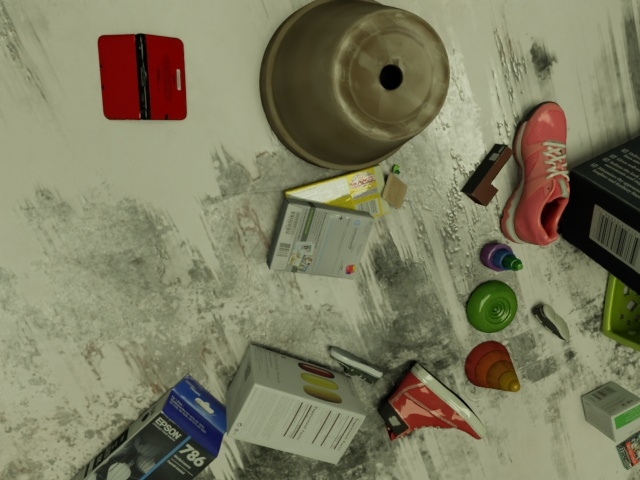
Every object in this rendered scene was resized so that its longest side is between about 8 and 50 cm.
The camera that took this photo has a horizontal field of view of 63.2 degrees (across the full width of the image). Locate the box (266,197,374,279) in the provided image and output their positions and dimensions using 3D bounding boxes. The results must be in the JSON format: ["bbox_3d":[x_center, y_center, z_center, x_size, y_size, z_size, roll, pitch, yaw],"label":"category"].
[{"bbox_3d":[0.000,0.000,1.039,0.186,0.038,0.145,8,113,-21],"label":"box"}]

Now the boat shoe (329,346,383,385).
[{"bbox_3d":[0.075,0.279,1.143,0.142,0.049,0.040,30,94,-21],"label":"boat shoe"}]

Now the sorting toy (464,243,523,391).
[{"bbox_3d":[0.414,0.192,1.171,0.127,0.126,0.365,-5,104,-13],"label":"sorting toy"}]

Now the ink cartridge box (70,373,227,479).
[{"bbox_3d":[-0.339,0.446,1.067,0.333,0.065,0.165,-44,109,-3],"label":"ink cartridge box"}]

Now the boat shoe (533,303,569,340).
[{"bbox_3d":[0.559,0.201,1.256,0.125,0.038,0.046,41,48,-25],"label":"boat shoe"}]

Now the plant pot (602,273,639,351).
[{"bbox_3d":[0.845,0.149,1.226,0.207,0.228,0.227,-2,103,-20],"label":"plant pot"}]

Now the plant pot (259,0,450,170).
[{"bbox_3d":[0.073,-0.268,0.895,0.323,0.280,0.323,-4,105,-14],"label":"plant pot"}]

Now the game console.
[{"bbox_3d":[-0.314,-0.288,0.928,0.124,0.085,0.144,-13,109,-44],"label":"game console"}]

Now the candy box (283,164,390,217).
[{"bbox_3d":[0.036,-0.079,1.060,0.206,0.027,0.105,-17,106,-10],"label":"candy box"}]

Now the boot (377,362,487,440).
[{"bbox_3d":[0.254,0.421,1.205,0.244,0.088,0.176,40,91,-11],"label":"boot"}]

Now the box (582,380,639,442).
[{"bbox_3d":[0.747,0.435,1.325,0.101,0.102,0.087,-23,109,-10],"label":"box"}]

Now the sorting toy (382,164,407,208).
[{"bbox_3d":[0.157,-0.114,1.082,0.062,0.012,0.083,29,74,-41],"label":"sorting toy"}]

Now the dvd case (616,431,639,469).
[{"bbox_3d":[0.880,0.570,1.438,0.119,0.013,0.087,-31,108,-5],"label":"dvd case"}]

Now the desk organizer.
[{"bbox_3d":[0.368,-0.141,1.123,0.050,0.047,0.130,35,92,-21],"label":"desk organizer"}]

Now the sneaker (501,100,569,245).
[{"bbox_3d":[0.488,-0.135,1.108,0.116,0.136,0.313,2,102,-16],"label":"sneaker"}]

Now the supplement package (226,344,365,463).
[{"bbox_3d":[-0.055,0.336,1.067,0.244,0.139,0.133,22,107,-19],"label":"supplement package"}]

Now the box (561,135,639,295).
[{"bbox_3d":[0.772,-0.079,1.083,0.396,0.293,0.212,-25,132,-9],"label":"box"}]
